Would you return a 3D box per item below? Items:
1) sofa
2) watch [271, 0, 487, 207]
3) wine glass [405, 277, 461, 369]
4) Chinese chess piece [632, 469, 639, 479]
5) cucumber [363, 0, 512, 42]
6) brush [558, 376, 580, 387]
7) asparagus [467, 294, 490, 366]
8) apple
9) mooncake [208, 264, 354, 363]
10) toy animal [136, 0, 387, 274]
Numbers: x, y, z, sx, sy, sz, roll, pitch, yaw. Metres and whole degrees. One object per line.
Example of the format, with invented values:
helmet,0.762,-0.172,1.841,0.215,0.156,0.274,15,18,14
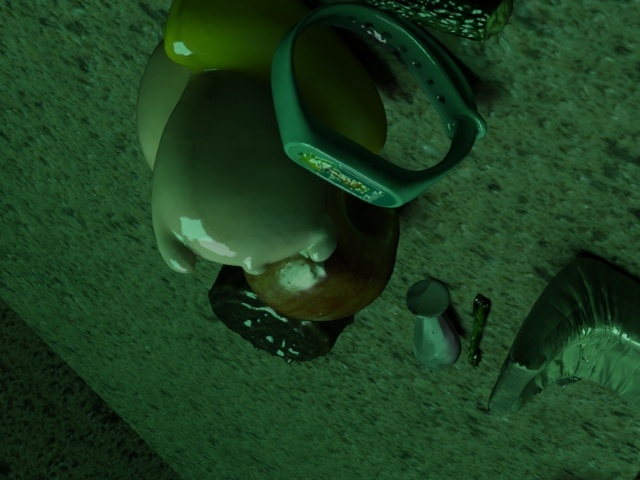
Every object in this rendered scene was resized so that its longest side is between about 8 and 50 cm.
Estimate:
sofa,0.343,0.158,1.690,0.225,0.176,0.210,31,158,9
watch,0.058,-0.140,1.454,0.237,0.195,0.068,29,158,-14
wine glass,0.162,0.123,2.012,0.073,0.073,0.155,25,157,22
Chinese chess piece,0.451,0.259,1.619,0.112,0.270,0.270,39,160,14
cucumber,0.092,-0.243,1.366,0.187,0.058,0.058,24,156,23
brush,0.361,0.175,1.900,0.034,0.027,0.190,36,157,-10
asparagus,0.226,0.137,2.022,0.233,0.023,0.022,85,171,-63
apple,0.000,0.000,1.804,0.188,0.211,0.211,-26,120,40
mooncake,-0.066,0.104,2.228,0.228,0.124,0.228,27,157,13
toy animal,-0.085,-0.110,1.574,0.277,0.345,0.247,8,162,-33
